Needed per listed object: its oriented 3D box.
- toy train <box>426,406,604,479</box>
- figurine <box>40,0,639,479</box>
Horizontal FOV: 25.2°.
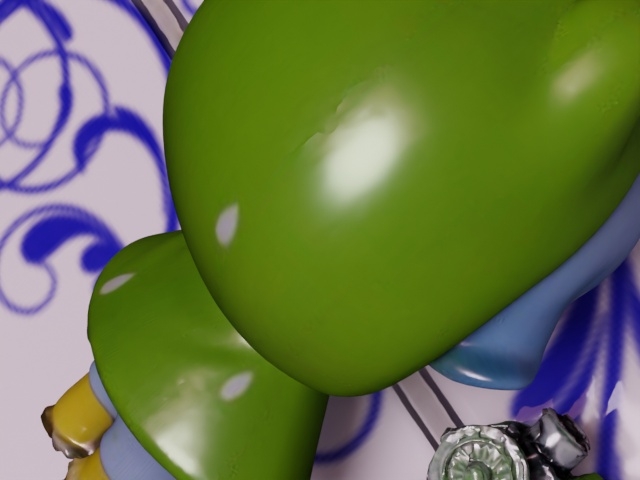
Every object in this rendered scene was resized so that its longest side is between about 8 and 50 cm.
[{"bbox_3d":[0.021,0.140,0.470,0.202,0.060,0.081,-46,72,14],"label":"toy train"},{"bbox_3d":[0.000,0.000,0.460,0.263,0.143,0.162,-47,34,25],"label":"figurine"}]
